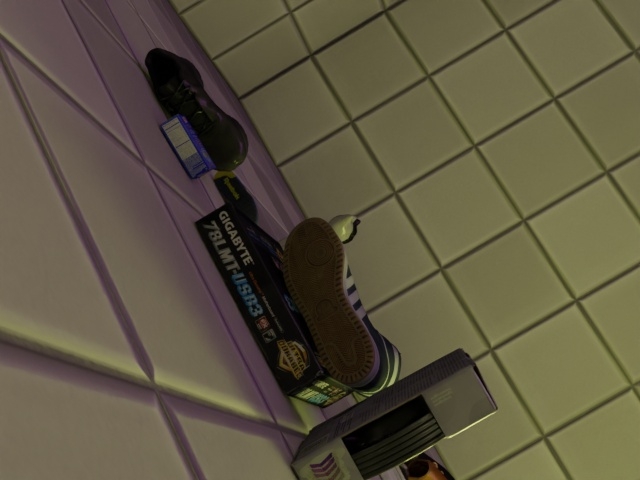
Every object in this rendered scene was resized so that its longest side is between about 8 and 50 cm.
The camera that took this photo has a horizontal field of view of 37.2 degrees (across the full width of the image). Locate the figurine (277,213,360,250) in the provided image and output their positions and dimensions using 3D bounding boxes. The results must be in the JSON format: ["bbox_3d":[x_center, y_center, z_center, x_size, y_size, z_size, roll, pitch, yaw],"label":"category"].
[{"bbox_3d":[0.000,0.000,2.252,0.092,0.209,0.215,59,3,4],"label":"figurine"}]

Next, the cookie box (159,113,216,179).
[{"bbox_3d":[-0.227,-0.161,1.634,0.107,0.040,0.092,60,3,-5],"label":"cookie box"}]

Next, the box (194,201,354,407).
[{"bbox_3d":[-0.061,0.110,1.478,0.293,0.073,0.295,60,4,18],"label":"box"}]

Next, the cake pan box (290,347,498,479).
[{"bbox_3d":[0.094,0.226,1.195,0.070,0.245,0.267,59,2,4],"label":"cake pan box"}]

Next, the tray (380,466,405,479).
[{"bbox_3d":[0.159,0.490,1.811,0.270,0.030,0.145,61,2,34],"label":"tray"}]

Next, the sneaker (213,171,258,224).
[{"bbox_3d":[-0.158,-0.078,1.884,0.144,0.053,0.059,62,1,24],"label":"sneaker"}]

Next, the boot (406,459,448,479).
[{"bbox_3d":[0.280,0.573,1.994,0.211,0.104,0.295,54,-12,-11],"label":"boot"}]

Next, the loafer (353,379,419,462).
[{"bbox_3d":[0.133,0.348,2.142,0.111,0.112,0.320,-135,-159,-81],"label":"loafer"}]

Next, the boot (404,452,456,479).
[{"bbox_3d":[0.269,0.589,2.200,0.305,0.115,0.112,42,10,20],"label":"boot"}]

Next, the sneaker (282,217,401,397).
[{"bbox_3d":[0.034,0.108,1.419,0.153,0.099,0.282,45,21,-55],"label":"sneaker"}]

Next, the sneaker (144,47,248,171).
[{"bbox_3d":[-0.244,-0.245,1.783,0.286,0.109,0.130,51,6,19],"label":"sneaker"}]
